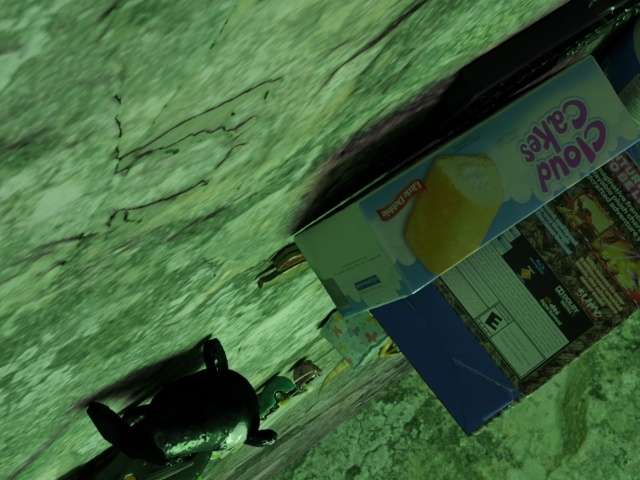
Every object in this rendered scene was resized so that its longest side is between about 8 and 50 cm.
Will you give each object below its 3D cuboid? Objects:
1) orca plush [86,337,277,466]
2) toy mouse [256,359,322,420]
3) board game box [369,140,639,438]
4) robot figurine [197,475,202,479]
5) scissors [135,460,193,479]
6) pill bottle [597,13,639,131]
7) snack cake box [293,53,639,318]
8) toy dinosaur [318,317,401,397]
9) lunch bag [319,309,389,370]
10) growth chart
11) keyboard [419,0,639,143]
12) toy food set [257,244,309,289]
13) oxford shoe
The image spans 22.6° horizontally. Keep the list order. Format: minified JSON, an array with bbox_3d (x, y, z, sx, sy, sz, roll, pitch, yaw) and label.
[{"bbox_3d":[-0.129,0.141,1.525,0.151,0.102,0.287,7,-178,29],"label":"orca plush"},{"bbox_3d":[-0.044,0.194,2.156,0.161,0.031,0.143,-32,169,-36],"label":"toy mouse"},{"bbox_3d":[0.200,0.008,1.567,0.291,0.232,0.141,-33,170,-27],"label":"board game box"},{"bbox_3d":[-0.209,0.390,2.369,0.101,0.067,0.115,-29,174,21],"label":"robot figurine"},{"bbox_3d":[-0.250,0.262,1.481,0.297,0.021,0.109,-21,-176,34],"label":"scissors"},{"bbox_3d":[0.356,-0.175,1.609,0.124,0.124,0.221,-33,169,-28],"label":"pill bottle"},{"bbox_3d":[0.123,-0.045,1.362,0.264,0.089,0.152,-33,-178,-23],"label":"snack cake box"},{"bbox_3d":[0.067,0.146,2.316,0.211,0.064,0.112,-47,153,-4],"label":"toy dinosaur"},{"bbox_3d":[0.040,0.118,1.992,0.053,0.071,0.083,-37,169,-30],"label":"lunch bag"},{"bbox_3d":[-0.095,0.272,2.378,0.172,0.021,0.237,-40,171,13],"label":"growth chart"},{"bbox_3d":[0.228,-0.190,1.344,0.317,0.033,0.201,-34,170,-28],"label":"keyboard"},{"bbox_3d":[0.000,0.000,1.436,0.122,0.019,0.078,-24,165,-29],"label":"toy food set"},{"bbox_3d":[-0.211,0.256,1.740,0.227,0.083,0.096,-30,-173,-40],"label":"oxford shoe"}]
